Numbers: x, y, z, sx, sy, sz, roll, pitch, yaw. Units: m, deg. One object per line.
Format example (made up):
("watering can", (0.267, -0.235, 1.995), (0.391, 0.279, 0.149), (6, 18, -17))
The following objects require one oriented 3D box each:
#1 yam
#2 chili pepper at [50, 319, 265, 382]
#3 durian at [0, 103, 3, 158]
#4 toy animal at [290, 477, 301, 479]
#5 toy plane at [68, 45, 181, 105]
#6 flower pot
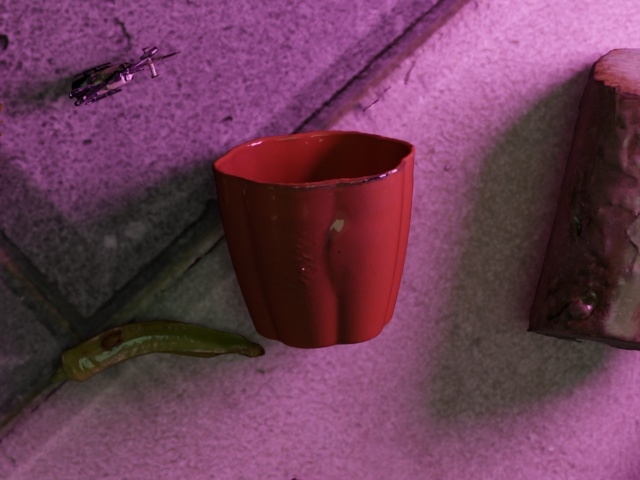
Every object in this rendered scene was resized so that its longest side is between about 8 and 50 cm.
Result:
("yam", (0.308, -0.036, 1.780), (0.168, 0.168, 0.304), (12, 95, -12))
("chili pepper", (-0.155, 0.100, 1.762), (0.208, 0.043, 0.049), (-8, 84, -10))
("durian", (-0.399, -0.062, 1.618), (0.198, 0.163, 0.394), (27, 95, -33))
("toy animal", (0.026, 0.348, 1.806), (0.217, 0.073, 0.176), (27, 75, -16))
("toy plane", (-0.188, -0.154, 1.729), (0.121, 0.049, 0.031), (-26, 100, -25))
("flower pot", (0.000, 0.000, 1.724), (0.191, 0.190, 0.173), (-8, 110, -10))
